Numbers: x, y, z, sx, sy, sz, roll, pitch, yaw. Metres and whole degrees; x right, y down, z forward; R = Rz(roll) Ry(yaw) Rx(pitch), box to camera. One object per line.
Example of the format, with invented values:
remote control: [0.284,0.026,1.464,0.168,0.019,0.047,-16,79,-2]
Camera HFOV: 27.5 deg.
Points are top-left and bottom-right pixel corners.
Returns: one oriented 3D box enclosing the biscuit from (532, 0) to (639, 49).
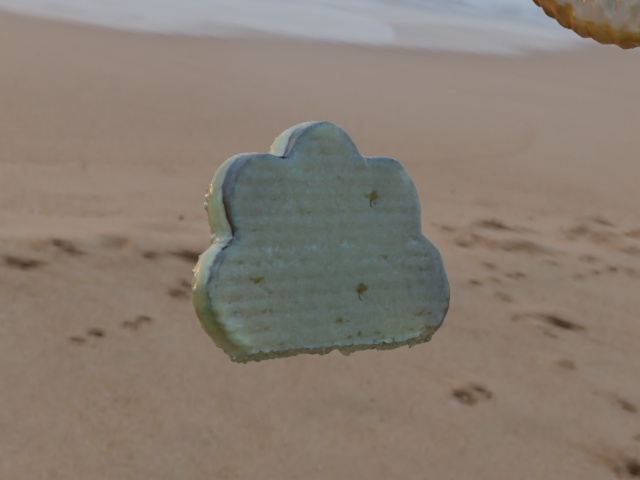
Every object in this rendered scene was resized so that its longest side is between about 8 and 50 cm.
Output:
biscuit: [0.212,-0.222,0.733,0.254,0.254,0.035,30,0,38]

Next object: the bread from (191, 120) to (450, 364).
bread: [0.000,0.000,1.116,0.286,0.207,0.056,5,-13,-45]
